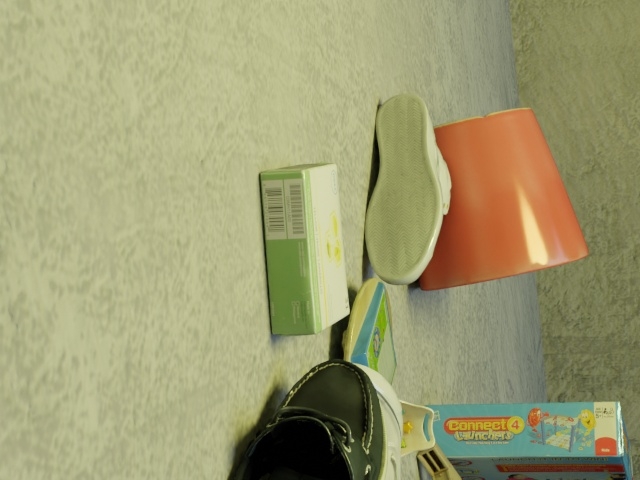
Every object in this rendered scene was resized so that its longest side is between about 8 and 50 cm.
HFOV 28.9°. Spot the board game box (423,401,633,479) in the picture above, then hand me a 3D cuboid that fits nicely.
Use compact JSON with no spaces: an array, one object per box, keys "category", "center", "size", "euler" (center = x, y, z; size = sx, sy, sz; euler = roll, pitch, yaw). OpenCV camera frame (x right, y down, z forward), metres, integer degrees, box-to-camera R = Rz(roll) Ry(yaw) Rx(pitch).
[{"category":"board game box","center":[0.344,0.343,2.021],"size":[0.302,0.308,0.086],"euler":[55,36,-63]}]

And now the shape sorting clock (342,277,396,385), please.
[{"category":"shape sorting clock","center":[0.058,0.149,1.552],"size":[0.206,0.040,0.206],"euler":[1,90,-76]}]

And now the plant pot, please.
[{"category":"plant pot","center":[0.256,-0.067,1.920],"size":[0.275,0.275,0.243],"euler":[-14,91,-73]}]

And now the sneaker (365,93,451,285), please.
[{"category":"sneaker","center":[0.136,-0.040,1.727],"size":[0.169,0.108,0.292],"euler":[58,32,-53]}]

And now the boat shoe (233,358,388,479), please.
[{"category":"boat shoe","center":[-0.016,0.215,1.151],"size":[0.340,0.127,0.113],"euler":[-60,157,-45]}]

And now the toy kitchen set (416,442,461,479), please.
[{"category":"toy kitchen set","center":[0.160,0.368,1.879],"size":[0.075,0.068,0.083],"euler":[55,24,-8]}]

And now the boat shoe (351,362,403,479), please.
[{"category":"boat shoe","center":[0.044,0.257,1.417],"size":[0.088,0.096,0.267],"euler":[-79,167,-51]}]

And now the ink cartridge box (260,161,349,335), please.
[{"category":"ink cartridge box","center":[0.000,0.000,1.362],"size":[0.235,0.056,0.171],"euler":[-21,107,-70]}]

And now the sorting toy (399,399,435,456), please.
[{"category":"sorting toy","center":[0.117,0.253,1.675],"size":[0.045,0.075,0.083],"euler":[15,74,-72]}]
